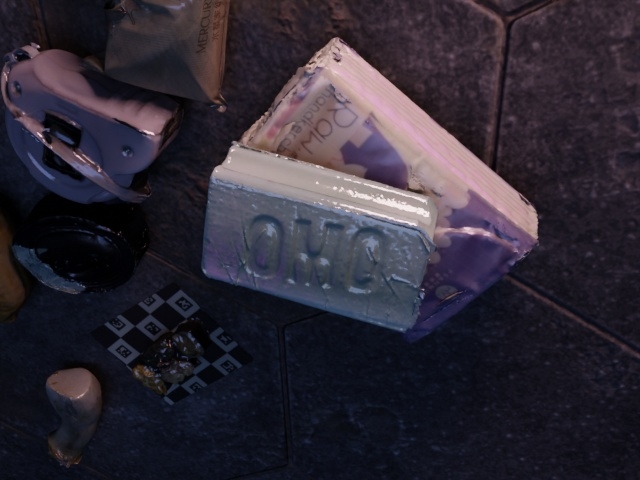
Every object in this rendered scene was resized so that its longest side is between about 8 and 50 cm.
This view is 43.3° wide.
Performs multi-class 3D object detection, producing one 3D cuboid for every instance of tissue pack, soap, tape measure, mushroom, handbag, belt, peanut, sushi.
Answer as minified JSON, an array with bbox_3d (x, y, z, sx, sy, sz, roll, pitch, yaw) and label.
[{"bbox_3d":[0.063,-0.052,0.996,0.344,0.125,0.242,39,127,-10],"label":"tissue pack"},{"bbox_3d":[0.000,0.000,0.913,0.262,0.094,0.150,16,128,8],"label":"soap"},{"bbox_3d":[-0.305,-0.138,1.039,0.236,0.120,0.197,26,134,3],"label":"tape measure"},{"bbox_3d":[-0.432,0.313,1.415,0.092,0.081,0.223,-5,136,-23],"label":"mushroom"},{"bbox_3d":[-0.179,-0.277,0.906,0.183,0.117,0.270,9,130,-6],"label":"handbag"},{"bbox_3d":[-0.349,0.004,1.174,0.199,0.078,0.151,-2,128,15],"label":"belt"},{"bbox_3d":[-0.508,0.036,1.225,0.120,0.110,0.236,-4,133,-8],"label":"peanut"},{"bbox_3d":[-0.249,0.187,1.293,0.215,0.050,0.192,-32,112,30],"label":"sushi"}]
